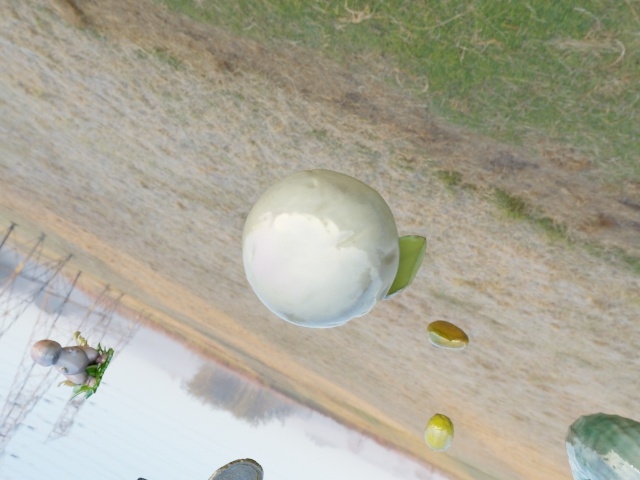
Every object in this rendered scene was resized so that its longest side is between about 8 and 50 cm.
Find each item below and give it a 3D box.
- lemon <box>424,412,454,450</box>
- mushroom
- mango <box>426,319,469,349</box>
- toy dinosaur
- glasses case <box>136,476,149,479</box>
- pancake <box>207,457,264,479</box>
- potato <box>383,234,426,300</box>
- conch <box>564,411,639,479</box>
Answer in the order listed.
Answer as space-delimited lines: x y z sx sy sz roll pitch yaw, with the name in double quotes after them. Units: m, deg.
0.330 0.538 1.394 0.082 0.111 0.082 9 -169 -2 "lemon"
-0.006 -0.011 1.004 0.315 0.356 0.315 -6 141 -5 "mushroom"
0.289 0.216 1.138 0.079 0.057 0.114 6 -176 -25 "mango"
-0.620 0.305 1.217 0.177 0.152 0.194 29 167 -23 "toy dinosaur"
-0.486 0.698 1.424 0.083 0.034 0.023 14 -159 20 "glasses case"
-0.265 0.752 1.534 0.199 0.199 0.021 35 180 -33 "pancake"
0.157 0.067 1.092 0.119 0.198 0.054 26 154 35 "potato"
0.376 0.312 0.599 0.195 0.277 0.220 41 -172 14 "conch"
